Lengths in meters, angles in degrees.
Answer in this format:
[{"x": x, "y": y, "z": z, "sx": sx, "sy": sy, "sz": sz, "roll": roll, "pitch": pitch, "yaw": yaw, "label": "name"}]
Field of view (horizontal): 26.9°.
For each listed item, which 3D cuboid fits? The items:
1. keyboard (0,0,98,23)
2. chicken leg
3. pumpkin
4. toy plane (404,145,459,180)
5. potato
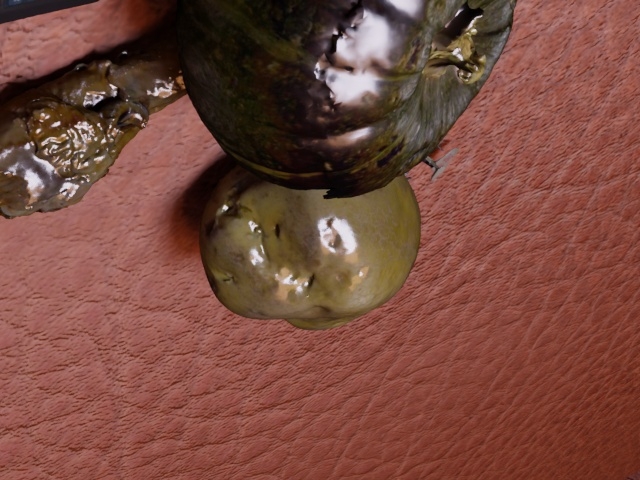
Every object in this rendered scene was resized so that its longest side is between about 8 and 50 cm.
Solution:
[{"x": -0.207, "y": -0.142, "z": 0.700, "sx": 0.262, "sy": 0.016, "sz": 0.106, "roll": -19, "pitch": 150, "yaw": -28, "label": "keyboard"}, {"x": -0.136, "y": -0.082, "z": 0.844, "sx": 0.198, "sy": 0.069, "sz": 0.085, "roll": -36, "pitch": 132, "yaw": -10, "label": "chicken leg"}, {"x": 0.025, "y": -0.132, "z": 0.797, "sx": 0.238, "sy": 0.159, "sz": 0.238, "roll": -35, "pitch": 143, "yaw": -32, "label": "pumpkin"}, {"x": 0.078, "y": -0.076, "z": 1.130, "sx": 0.049, "sy": 0.031, "sz": 0.120, "roll": -48, "pitch": 149, "yaw": 9, "label": "toy plane"}, {"x": -0.002, "y": -0.004, "z": 1.049, "sx": 0.154, "sy": 0.137, "sz": 0.200, "roll": -12, "pitch": 166, "yaw": 29, "label": "potato"}]
